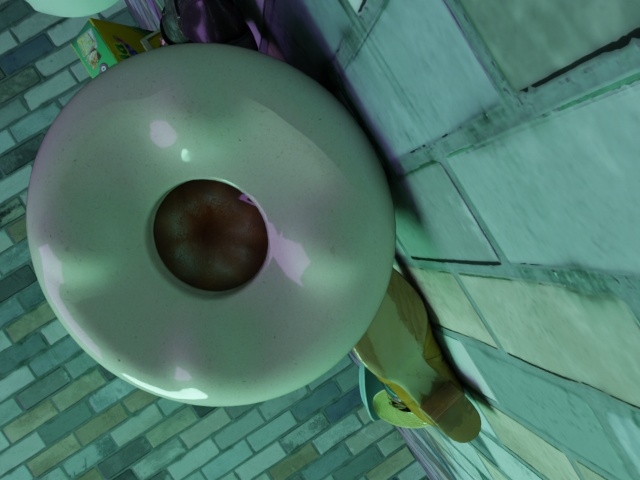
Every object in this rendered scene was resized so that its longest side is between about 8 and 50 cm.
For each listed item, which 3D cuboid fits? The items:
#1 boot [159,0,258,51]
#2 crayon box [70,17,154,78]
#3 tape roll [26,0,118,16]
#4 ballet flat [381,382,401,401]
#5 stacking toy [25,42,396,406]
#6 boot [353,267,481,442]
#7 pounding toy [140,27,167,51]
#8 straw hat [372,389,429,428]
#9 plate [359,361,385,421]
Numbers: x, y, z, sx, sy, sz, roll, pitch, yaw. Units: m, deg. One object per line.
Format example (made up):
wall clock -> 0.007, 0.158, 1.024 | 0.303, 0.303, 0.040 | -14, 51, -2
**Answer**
boot -> -0.158, -0.320, 0.705 | 0.263, 0.091, 0.229 | 43, 160, 52
crayon box -> -0.435, -0.398, 1.704 | 0.363, 0.106, 0.313 | 56, -155, 7
tape roll -> -0.424, -0.510, 1.027 | 0.246, 0.246, 0.169 | 57, 173, 2
ballet flat -> 0.143, 0.251, 1.235 | 0.074, 0.074, 0.203 | 61, 179, -33
stacking toy -> -0.091, -0.054, 0.789 | 0.351, 0.350, 0.480 | 58, -169, -11
boot -> 0.091, 0.131, 0.860 | 0.295, 0.104, 0.211 | 54, 174, -11
pounding toy -> -0.220, -0.291, 0.999 | 0.130, 0.141, 0.100 | 52, 172, 40
straw hat -> 0.179, 0.326, 1.332 | 0.145, 0.144, 0.061 | 61, -149, -36
plate -> 0.113, 0.297, 1.391 | 0.188, 0.024, 0.188 | -4, -90, -70
